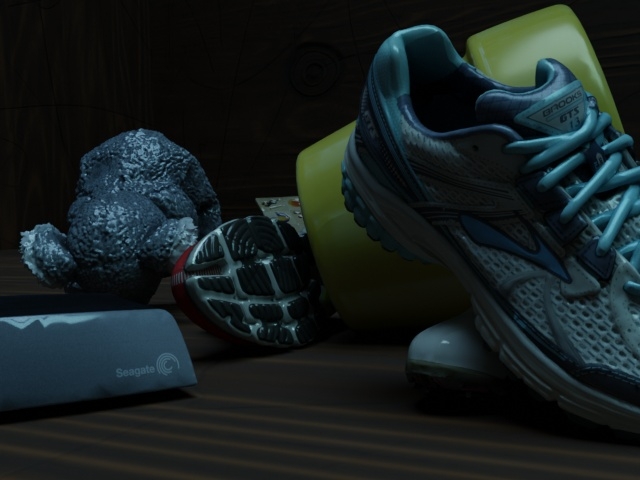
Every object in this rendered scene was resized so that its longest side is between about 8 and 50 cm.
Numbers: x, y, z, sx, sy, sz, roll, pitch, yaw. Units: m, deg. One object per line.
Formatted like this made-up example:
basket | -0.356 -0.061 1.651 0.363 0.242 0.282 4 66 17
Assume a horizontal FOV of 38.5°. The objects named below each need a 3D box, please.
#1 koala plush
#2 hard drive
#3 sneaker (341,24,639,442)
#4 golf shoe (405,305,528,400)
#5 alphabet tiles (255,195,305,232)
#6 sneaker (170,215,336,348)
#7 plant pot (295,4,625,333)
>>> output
koala plush | -0.202 -0.004 0.949 0.196 0.203 0.221 -2 14 4
hard drive | -0.219 0.067 0.540 0.255 0.054 0.172 -3 3 -27
sneaker | 0.111 -0.015 0.450 0.110 0.122 0.283 -28 48 -31
golf shoe | 0.114 0.043 0.534 0.186 0.085 0.068 -6 5 -45
alphabet tiles | 0.000 0.000 1.225 0.198 0.009 0.237 -3 32 -20
sneaker | -0.058 0.047 0.772 0.118 0.107 0.279 -20 -7 19
plant pot | 0.119 -0.031 0.746 0.239 0.253 0.254 -18 -1 11
